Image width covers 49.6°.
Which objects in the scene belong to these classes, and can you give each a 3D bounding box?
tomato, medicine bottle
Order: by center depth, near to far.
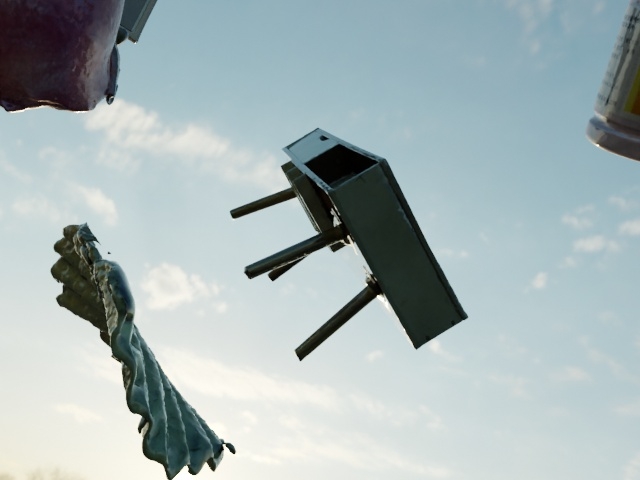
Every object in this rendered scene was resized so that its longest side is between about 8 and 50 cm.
[{"bbox_3d":[0.393,-0.214,0.758,0.133,0.133,0.249,15,-67,7],"label":"medicine bottle"},{"bbox_3d":[-0.362,-0.313,0.795,0.290,0.335,0.176,6,-35,-20],"label":"tomato"}]

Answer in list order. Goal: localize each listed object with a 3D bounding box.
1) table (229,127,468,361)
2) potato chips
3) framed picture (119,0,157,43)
[{"bbox_3d":[0.000,0.000,0.537,0.121,0.111,0.240,61,-2,-16],"label":"table"},{"bbox_3d":[-0.253,0.162,0.940,0.389,0.097,0.373,25,-35,58],"label":"potato chips"},{"bbox_3d":[-0.429,-0.518,1.316,0.260,0.189,0.023,30,-21,-26],"label":"framed picture"}]
